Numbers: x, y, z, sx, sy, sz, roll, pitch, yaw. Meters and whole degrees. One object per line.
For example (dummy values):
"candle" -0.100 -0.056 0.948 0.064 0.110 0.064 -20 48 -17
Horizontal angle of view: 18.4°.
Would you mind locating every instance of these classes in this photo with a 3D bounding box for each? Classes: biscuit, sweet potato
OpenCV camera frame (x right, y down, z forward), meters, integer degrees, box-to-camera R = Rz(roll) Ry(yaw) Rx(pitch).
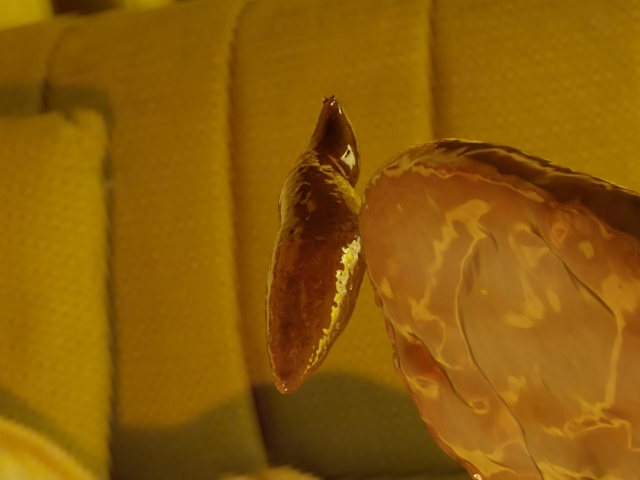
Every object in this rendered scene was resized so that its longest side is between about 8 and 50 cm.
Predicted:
"biscuit" 0.095 0.058 0.563 0.041 0.203 0.260 -31 14 -22
"sweet potato" 0.000 0.002 1.097 0.058 0.055 0.202 0 44 9
